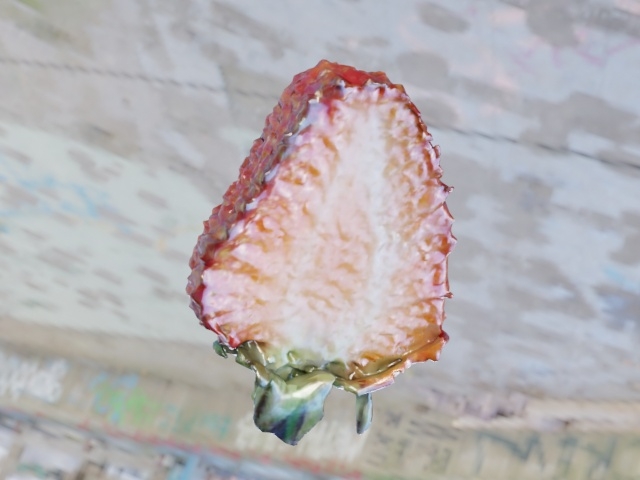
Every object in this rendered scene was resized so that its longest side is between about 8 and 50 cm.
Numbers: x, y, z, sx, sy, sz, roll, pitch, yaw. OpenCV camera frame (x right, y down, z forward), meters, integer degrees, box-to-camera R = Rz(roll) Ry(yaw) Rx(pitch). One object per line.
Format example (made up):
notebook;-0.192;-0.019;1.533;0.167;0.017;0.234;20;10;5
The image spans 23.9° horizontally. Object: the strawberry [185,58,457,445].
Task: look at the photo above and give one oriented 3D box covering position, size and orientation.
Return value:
strawberry;0.000;0.000;1.036;0.188;0.106;0.286;2;121;-18
